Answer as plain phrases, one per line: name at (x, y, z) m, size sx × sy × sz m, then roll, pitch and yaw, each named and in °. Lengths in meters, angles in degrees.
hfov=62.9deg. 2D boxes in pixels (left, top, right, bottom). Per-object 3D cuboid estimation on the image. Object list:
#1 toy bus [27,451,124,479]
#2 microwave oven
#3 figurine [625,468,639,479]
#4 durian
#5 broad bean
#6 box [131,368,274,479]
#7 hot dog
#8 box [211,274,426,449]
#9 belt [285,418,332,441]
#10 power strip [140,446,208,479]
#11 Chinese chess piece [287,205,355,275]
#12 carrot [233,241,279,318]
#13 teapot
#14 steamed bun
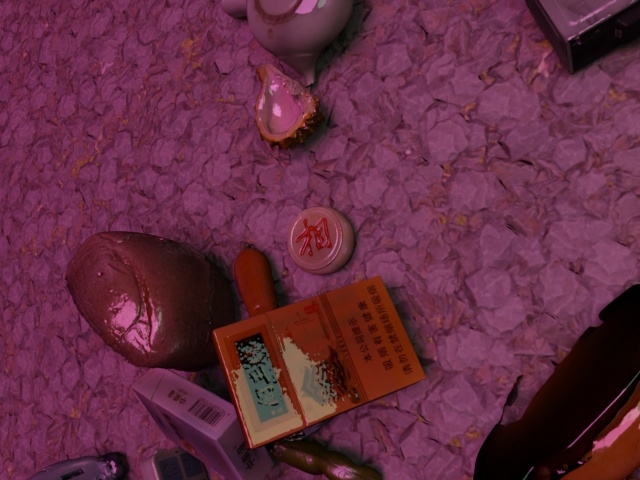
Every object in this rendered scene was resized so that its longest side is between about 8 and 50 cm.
toy bus at (-0.473, 0.578, 1.012) m, size 0.288 × 0.194 × 0.232 m, roll 42°, pitch 111°, yaw 27°
microwave oven at (0.397, -0.349, 0.701) m, size 0.205 × 0.129 × 0.162 m, roll -28°, pitch 72°, yaw 23°
figurine at (0.388, 0.333, 0.601) m, size 0.271 × 0.143 × 0.143 m, roll -40°, pitch 66°, yaw 18°
durian at (-0.062, -0.253, 0.975) m, size 0.140 × 0.078 × 0.224 m, roll -47°, pitch 53°, yaw 28°
broad bean at (-0.003, 0.358, 0.852) m, size 0.214 × 0.070 × 0.048 m, roll 9°, pitch 61°, yaw 28°
box at (-0.207, 0.318, 0.903) m, size 0.243 × 0.067 × 0.155 m, roll 10°, pitch 131°, yaw 40°
hot dog at (0.337, 0.217, 0.647) m, size 0.107 × 0.194 × 0.326 m, roll 40°, pitch 109°, yaw -1°
box at (-0.004, 0.179, 0.786) m, size 0.274 × 0.076 × 0.174 m, roll -16°, pitch 69°, yaw -17°
belt at (-0.029, 0.263, 0.878) m, size 0.151 × 0.079 × 0.121 m, roll -28°, pitch 78°, yaw 36°
power strip at (-0.232, 0.494, 0.927) m, size 0.046 × 0.118 × 0.270 m, roll -33°, pitch 68°, yaw 18°
Chinese chess piece at (0.000, 0.000, 0.912) m, size 0.122 × 0.051 × 0.121 m, roll -4°, pitch 81°, yaw 29°
carrot at (-0.095, 0.123, 0.900) m, size 0.069 × 0.069 × 0.335 m, roll -39°, pitch 48°, yaw 18°
teapot at (-0.067, -0.456, 0.961) m, size 0.318 × 0.149 × 0.220 m, roll 49°, pitch 113°, yaw 25°
steamed bun at (-0.293, 0.090, 0.962) m, size 0.301 × 0.251 × 0.199 m, roll 36°, pitch 87°, yaw 30°
